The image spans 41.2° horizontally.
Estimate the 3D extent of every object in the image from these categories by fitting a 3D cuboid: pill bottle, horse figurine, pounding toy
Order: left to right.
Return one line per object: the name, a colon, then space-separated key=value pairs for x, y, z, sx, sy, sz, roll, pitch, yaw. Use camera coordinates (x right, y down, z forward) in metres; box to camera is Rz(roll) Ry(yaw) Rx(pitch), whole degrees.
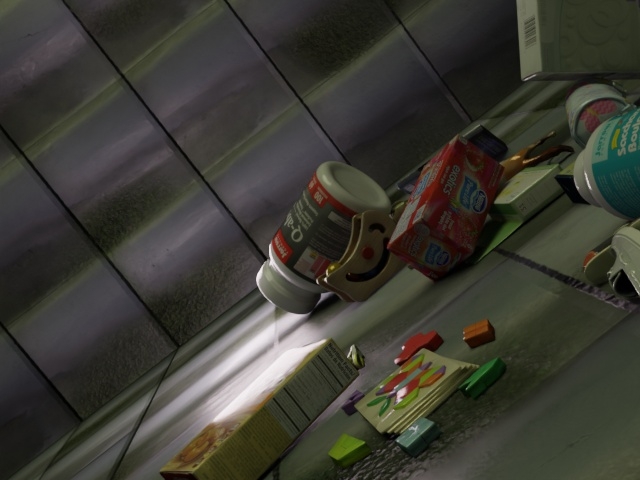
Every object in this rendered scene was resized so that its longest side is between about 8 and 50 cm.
pill bottle: x=0.000 y=0.000 z=2.129 sx=0.363 sy=0.210 sz=0.210 roll=-56 pitch=-2 yaw=25
pounding toy: x=0.120 y=0.017 z=1.899 sx=0.269 sy=0.154 sz=0.155 roll=-40 pitch=7 yaw=-17
horse figurine: x=0.424 y=-0.153 z=1.857 sx=0.174 sy=0.066 sz=0.263 roll=-35 pitch=2 yaw=-33
pill bottle: x=0.434 y=-0.104 z=1.075 sx=0.146 sy=0.146 sz=0.264 roll=-40 pitch=7 yaw=-18

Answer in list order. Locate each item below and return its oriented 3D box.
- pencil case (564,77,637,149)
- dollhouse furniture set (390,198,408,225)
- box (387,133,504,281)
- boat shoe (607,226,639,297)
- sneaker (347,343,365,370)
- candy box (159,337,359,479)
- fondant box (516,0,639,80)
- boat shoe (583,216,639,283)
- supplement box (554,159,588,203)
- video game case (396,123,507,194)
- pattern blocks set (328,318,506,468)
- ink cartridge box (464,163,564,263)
pencil case: x=0.543 y=-0.246 z=1.652 sx=0.124 sy=0.113 sz=0.273 roll=-10 pitch=15 yaw=18
dollhouse furniture set: x=0.175 y=-0.022 z=2.111 sx=0.161 sy=0.101 sz=0.182 roll=-37 pitch=6 yaw=4
box: x=0.244 y=-0.065 z=1.642 sx=0.128 sy=0.123 sz=0.257 roll=-45 pitch=13 yaw=50
boat shoe: x=0.352 y=0.037 z=0.942 sx=0.063 sy=0.066 sz=0.184 roll=-36 pitch=16 yaw=8
sneaker: x=0.054 y=0.206 z=1.469 sx=0.035 sy=0.031 sz=0.083 roll=-37 pitch=6 yaw=7
candy box: x=-0.100 y=0.299 z=1.395 sx=0.316 sy=0.087 sz=0.183 roll=-42 pitch=7 yaw=-30
fondant box: x=0.577 y=-0.457 z=1.760 sx=0.330 sy=0.238 sz=0.096 roll=-3 pitch=-1 yaw=-14
boat shoe: x=0.384 y=0.003 z=1.050 sx=0.137 sy=0.049 sz=0.043 roll=-40 pitch=3 yaw=24
supplement box: x=0.451 y=-0.109 z=1.419 sx=0.083 sy=0.056 sz=0.083 roll=-38 pitch=6 yaw=0
video game case: x=0.359 y=-0.203 z=2.312 sx=0.274 sy=0.026 sz=0.196 roll=-36 pitch=-25 yaw=21
pattern blocks set: x=0.123 y=0.201 z=1.154 sx=0.285 sy=0.026 sz=0.325 roll=-40 pitch=7 yaw=-23
ink cartridge box: x=0.346 y=-0.053 z=1.622 sx=0.235 sy=0.056 sz=0.171 roll=-36 pitch=6 yaw=-4
